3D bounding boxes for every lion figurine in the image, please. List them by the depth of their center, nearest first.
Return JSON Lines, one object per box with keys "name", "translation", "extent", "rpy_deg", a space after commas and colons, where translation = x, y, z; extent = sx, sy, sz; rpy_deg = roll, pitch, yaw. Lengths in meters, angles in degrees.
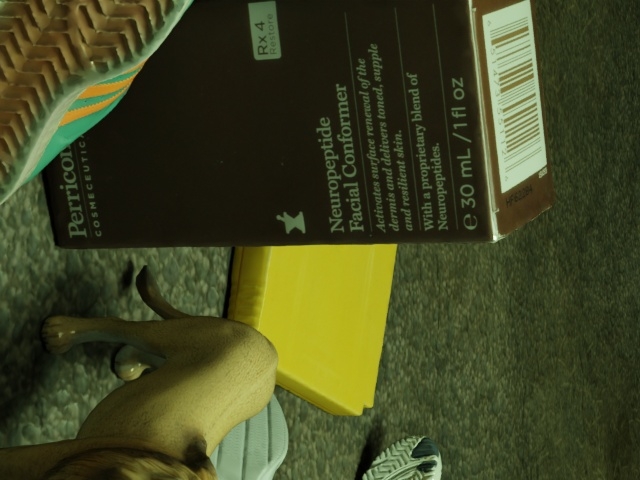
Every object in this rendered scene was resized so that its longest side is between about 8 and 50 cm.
{"name": "lion figurine", "translation": [-0.120, 0.142, 1.166], "extent": [0.392, 0.240, 0.142], "rpy_deg": [-63, 142, -44]}

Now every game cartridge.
{"name": "game cartridge", "translation": [0.000, 0.000, 1.637], "extent": [0.285, 0.052, 0.324], "rpy_deg": [38, 58, -57]}

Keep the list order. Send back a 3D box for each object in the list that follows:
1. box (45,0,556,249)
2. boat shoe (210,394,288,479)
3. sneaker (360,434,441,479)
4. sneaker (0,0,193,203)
{"name": "box", "translation": [-0.027, -0.101, 1.206], "extent": [0.143, 0.381, 0.191], "rpy_deg": [-28, 113, -58]}
{"name": "boat shoe", "translation": [-0.112, 0.218, 1.322], "extent": [0.121, 0.119, 0.335], "rpy_deg": [33, 25, -10]}
{"name": "sneaker", "translation": [0.099, 0.346, 1.763], "extent": [0.153, 0.094, 0.235], "rpy_deg": [47, 48, -55]}
{"name": "sneaker", "translation": [-0.167, -0.144, 1.078], "extent": [0.108, 0.302, 0.121], "rpy_deg": [45, 34, -7]}
